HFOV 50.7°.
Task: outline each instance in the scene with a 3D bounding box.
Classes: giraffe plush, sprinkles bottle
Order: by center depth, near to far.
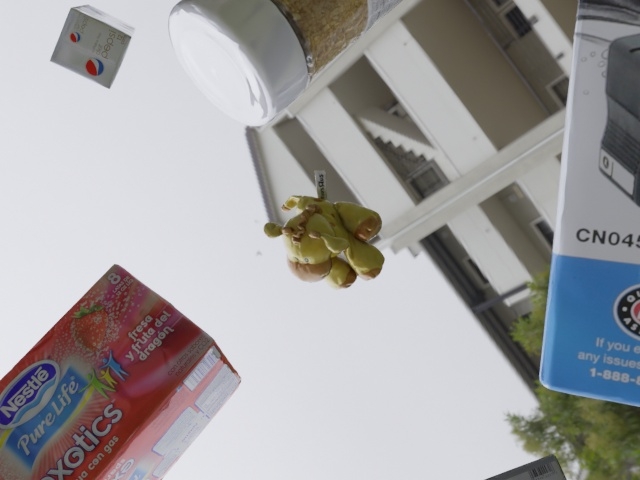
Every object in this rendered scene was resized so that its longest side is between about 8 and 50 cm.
[{"bbox_3d":[0.028,-0.256,0.621,0.121,0.121,0.355,48,-112,-8],"label":"sprinkles bottle"},{"bbox_3d":[0.000,0.000,1.110,0.210,0.182,0.170,68,-159,-10],"label":"giraffe plush"}]

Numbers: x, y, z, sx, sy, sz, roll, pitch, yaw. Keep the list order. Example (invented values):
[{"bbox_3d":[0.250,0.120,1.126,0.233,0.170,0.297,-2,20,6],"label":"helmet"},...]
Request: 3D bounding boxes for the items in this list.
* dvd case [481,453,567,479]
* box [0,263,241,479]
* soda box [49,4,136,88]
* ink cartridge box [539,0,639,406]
[{"bbox_3d":[0.270,0.422,0.867,0.029,0.179,0.238,65,-176,-65],"label":"dvd case"},{"bbox_3d":[-0.235,0.195,0.669,0.142,0.154,0.300,34,-108,20],"label":"box"},{"bbox_3d":[-0.283,-0.251,0.859,0.074,0.069,0.216,23,-168,-20],"label":"soda box"},{"bbox_3d":[0.304,-0.093,0.412,0.166,0.286,0.394,-24,-62,-64],"label":"ink cartridge box"}]
